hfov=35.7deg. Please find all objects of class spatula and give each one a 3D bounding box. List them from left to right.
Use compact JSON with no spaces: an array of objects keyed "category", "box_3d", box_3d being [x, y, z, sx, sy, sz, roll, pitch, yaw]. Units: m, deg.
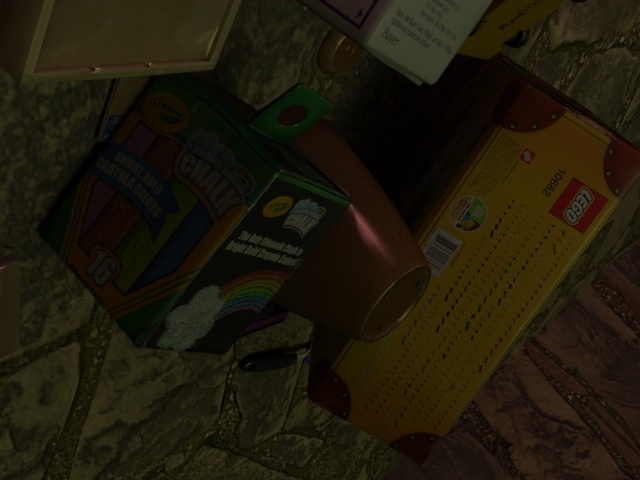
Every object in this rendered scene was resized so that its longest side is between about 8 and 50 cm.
[{"category":"spatula","box_3d":[-0.037,0.192,1.680,0.296,0.030,0.084,-4,129,-57]}]

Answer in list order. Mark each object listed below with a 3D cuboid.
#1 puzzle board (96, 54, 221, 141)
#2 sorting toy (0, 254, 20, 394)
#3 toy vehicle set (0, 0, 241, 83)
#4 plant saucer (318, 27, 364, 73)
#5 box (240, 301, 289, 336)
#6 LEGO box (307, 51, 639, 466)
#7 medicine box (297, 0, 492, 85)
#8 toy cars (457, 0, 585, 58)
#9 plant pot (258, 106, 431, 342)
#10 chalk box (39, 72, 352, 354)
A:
[{"category":"puzzle board","box_3d":[-0.163,-0.147,1.001,0.128,0.011,0.096,-15,140,-50]},{"category":"sorting toy","box_3d":[-0.360,0.084,0.960,0.132,0.046,0.274,-29,149,-37]},{"category":"toy vehicle set","box_3d":[-0.086,-0.219,0.593,0.166,0.035,0.267,-15,140,-51]},{"category":"plant saucer","box_3d":[0.032,-0.233,1.198,0.083,0.015,0.083,-38,154,-23]},{"category":"box","box_3d":[-0.065,0.064,1.450,0.116,0.029,0.162,-15,140,-53]},{"category":"LEGO box","box_3d":[0.194,0.004,1.411,0.500,0.193,0.372,-56,-173,16]},{"category":"medicine box","box_3d":[0.053,-0.323,0.801,0.289,0.263,0.149,-54,156,12]},{"category":"toy cars","box_3d":[0.206,-0.314,0.991,0.176,0.087,0.394,-15,162,-2]},{"category":"plant pot","box_3d":[0.000,0.000,1.196,0.237,0.254,0.237,-37,153,-22]},{"category":"chalk box","box_3d":[-0.105,-0.049,1.018,0.289,0.179,0.180,-51,156,9]}]
